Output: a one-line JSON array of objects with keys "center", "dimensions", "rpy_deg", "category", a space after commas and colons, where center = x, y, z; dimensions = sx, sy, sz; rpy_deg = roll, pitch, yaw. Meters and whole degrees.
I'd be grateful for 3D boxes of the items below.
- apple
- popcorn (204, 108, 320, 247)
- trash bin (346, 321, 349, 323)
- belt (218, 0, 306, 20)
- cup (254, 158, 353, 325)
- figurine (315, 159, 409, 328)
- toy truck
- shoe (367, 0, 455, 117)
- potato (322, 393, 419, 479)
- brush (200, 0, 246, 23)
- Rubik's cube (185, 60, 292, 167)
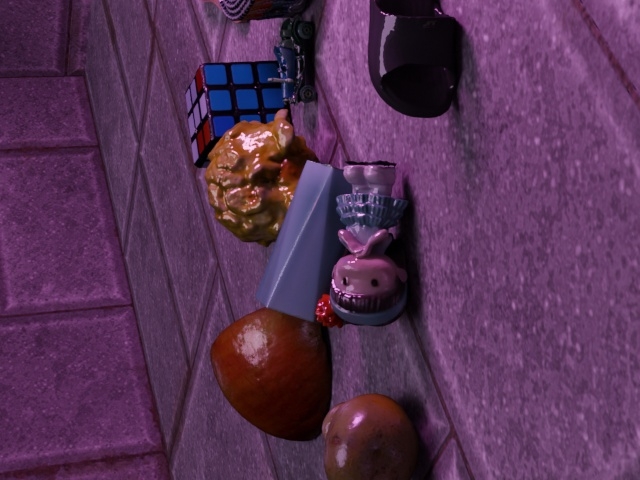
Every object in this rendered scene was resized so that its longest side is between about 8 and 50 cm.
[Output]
[{"center": [-0.083, 0.243, 2.101], "dimensions": [0.179, 0.254, 0.346], "rpy_deg": [-57, -2, -34], "category": "apple"}, {"center": [-0.081, -0.096, 1.920], "dimensions": [0.217, 0.181, 0.235], "rpy_deg": [-41, 81, 22], "category": "popcorn"}, {"center": [0.058, 0.086, 1.801], "dimensions": [0.092, 0.043, 0.060], "rpy_deg": [122, 139, -54], "category": "trash bin"}, {"center": [-0.100, -0.487, 1.954], "dimensions": [0.257, 0.150, 0.207], "rpy_deg": [135, 123, -66], "category": "belt"}, {"center": [0.000, 0.000, 1.749], "dimensions": [0.148, 0.134, 0.235], "rpy_deg": [21, 95, 68], "category": "cup"}, {"center": [0.064, 0.007, 1.646], "dimensions": [0.138, 0.110, 0.245], "rpy_deg": [3, 92, 36], "category": "figurine"}, {"center": [-0.056, -0.311, 1.975], "dimensions": [0.080, 0.078, 0.154], "rpy_deg": [-166, 73, -68], "category": "toy truck"}, {"center": [0.118, -0.280, 1.457], "dimensions": [0.093, 0.108, 0.241], "rpy_deg": [132, 134, -68], "category": "shoe"}, {"center": [0.065, 0.298, 1.669], "dimensions": [0.194, 0.157, 0.157], "rpy_deg": [-149, 57, -70], "category": "potato"}, {"center": [-0.216, -0.532, 2.419], "dimensions": [0.327, 0.065, 0.070], "rpy_deg": [44, 129, 48], "category": "brush"}, {"center": [-0.157, -0.237, 2.147], "dimensions": [0.163, 0.161, 0.162], "rpy_deg": [141, 122, -67], "category": "Rubik's cube"}]
